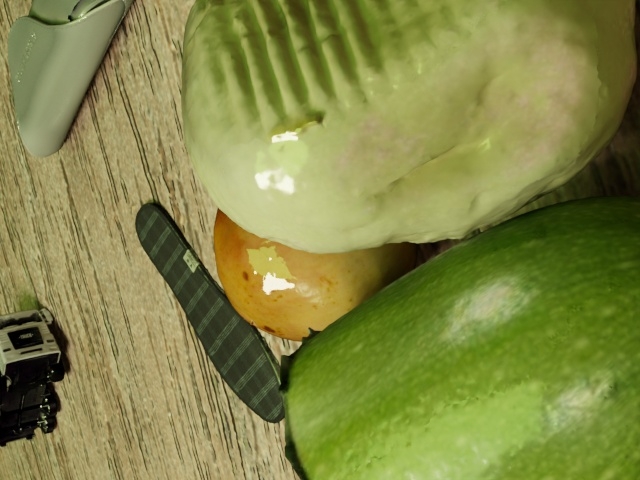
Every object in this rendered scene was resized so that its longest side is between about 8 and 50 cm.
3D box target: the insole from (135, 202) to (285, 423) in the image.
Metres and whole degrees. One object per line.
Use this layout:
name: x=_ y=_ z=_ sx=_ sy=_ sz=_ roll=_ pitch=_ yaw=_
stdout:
insole: x=-0.128 y=0.082 z=1.318 sx=0.309 sy=0.012 sz=0.110 roll=55 pitch=140 yaw=17

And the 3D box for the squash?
squash: x=0.179 y=0.089 z=0.804 sx=0.309 sy=0.310 sz=0.310 roll=-46 pitch=68 yaw=25

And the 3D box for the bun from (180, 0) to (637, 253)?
bun: x=0.058 y=-0.133 z=0.832 sx=0.361 sy=0.361 sz=0.213 roll=19 pitch=157 yaw=44

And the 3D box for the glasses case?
glasses case: x=-0.315 y=-0.228 z=1.348 sx=0.128 sy=0.083 sz=0.308 roll=56 pitch=138 yaw=16

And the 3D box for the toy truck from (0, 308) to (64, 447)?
toy truck: x=-0.447 y=0.204 z=1.672 sx=0.125 sy=0.101 sz=0.242 roll=60 pitch=144 yaw=31

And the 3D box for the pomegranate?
pomegranate: x=-0.002 y=0.003 z=1.008 sx=0.191 sy=0.191 sz=0.191 roll=22 pitch=121 yaw=43
